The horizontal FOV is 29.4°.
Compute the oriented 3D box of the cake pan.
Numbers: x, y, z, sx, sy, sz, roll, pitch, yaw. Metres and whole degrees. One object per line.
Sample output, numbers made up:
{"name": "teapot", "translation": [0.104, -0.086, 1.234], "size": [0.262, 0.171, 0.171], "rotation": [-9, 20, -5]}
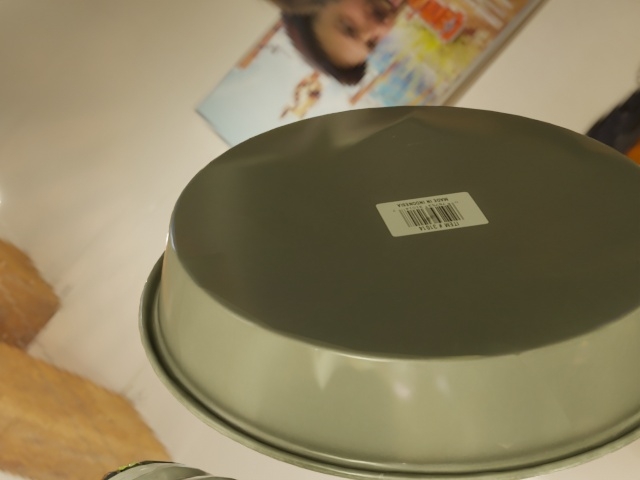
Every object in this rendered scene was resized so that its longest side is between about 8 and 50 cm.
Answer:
{"name": "cake pan", "translation": [0.052, 0.007, 0.618], "size": [0.293, 0.293, 0.054], "rotation": [-130, 33, -52]}

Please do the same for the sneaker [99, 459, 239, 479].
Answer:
{"name": "sneaker", "translation": [0.010, 0.269, 0.479], "size": [0.384, 0.145, 0.147], "rotation": [61, 152, -9]}
